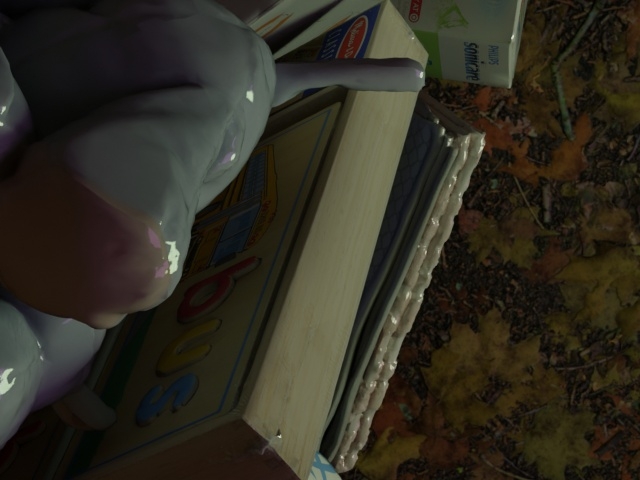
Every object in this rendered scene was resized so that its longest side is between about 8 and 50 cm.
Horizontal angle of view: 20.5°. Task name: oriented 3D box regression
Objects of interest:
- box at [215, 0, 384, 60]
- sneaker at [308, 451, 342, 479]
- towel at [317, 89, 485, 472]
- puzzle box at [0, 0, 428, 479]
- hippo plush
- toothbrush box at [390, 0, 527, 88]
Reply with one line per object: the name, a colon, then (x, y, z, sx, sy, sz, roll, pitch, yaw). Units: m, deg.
box: (-0.009, -0.237, 1.133, 0.168, 0.215, 0.345, 55, 13, 0)
sneaker: (-0.053, 0.196, 1.427, 0.237, 0.085, 0.086, 33, 18, -49)
towel: (0.000, 0.000, 1.608, 0.317, 0.053, 0.332, 40, -67, 57)
puzzle box: (-0.087, 0.030, 1.030, 0.052, 0.272, 0.409, 52, 30, -23)
hippo plush: (-0.153, -0.032, 0.801, 0.236, 0.234, 0.294, -49, 176, 34)
toothbrush box: (0.035, -0.256, 1.446, 0.122, 0.283, 0.206, 69, 32, -77)
